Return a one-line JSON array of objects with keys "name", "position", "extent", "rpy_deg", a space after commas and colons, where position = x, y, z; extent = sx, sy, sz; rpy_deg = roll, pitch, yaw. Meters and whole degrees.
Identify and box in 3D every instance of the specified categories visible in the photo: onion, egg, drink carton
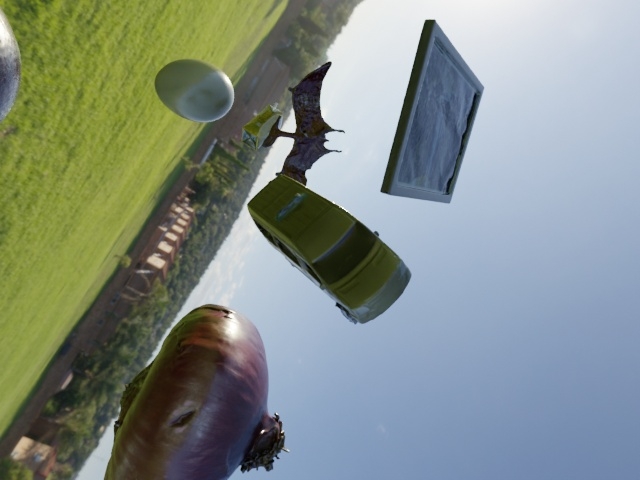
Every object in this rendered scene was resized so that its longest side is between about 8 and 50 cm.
[{"name": "onion", "position": [-0.186, 0.290, 0.694], "extent": [0.347, 0.285, 0.347], "rpy_deg": [-60, -173, 13]}, {"name": "egg", "position": [-0.387, -0.464, 1.282], "extent": [0.186, 0.242, 0.186], "rpy_deg": [7, -81, 47]}, {"name": "drink carton", "position": [-0.173, -0.381, 1.339], "extent": [0.200, 0.074, 0.084], "rpy_deg": [-53, 170, -33]}]

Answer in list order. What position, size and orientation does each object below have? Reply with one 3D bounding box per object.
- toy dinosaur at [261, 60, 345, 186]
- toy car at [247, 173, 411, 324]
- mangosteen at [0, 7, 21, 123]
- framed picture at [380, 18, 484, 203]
[{"name": "toy dinosaur", "position": [-0.026, -0.271, 1.054], "extent": [0.327, 0.207, 0.113], "rpy_deg": [-56, -158, 8]}, {"name": "toy car", "position": [0.000, 0.000, 0.562], "extent": [0.101, 0.124, 0.257], "rpy_deg": [-44, -139, -9]}, {"name": "mangosteen", "position": [-0.558, -0.248, 0.525], "extent": [0.300, 0.300, 0.300], "rpy_deg": [-53, -164, 22]}, {"name": "framed picture", "position": [0.200, -0.182, 0.690], "extent": [0.324, 0.020, 0.240], "rpy_deg": [-2, 109, -59]}]
